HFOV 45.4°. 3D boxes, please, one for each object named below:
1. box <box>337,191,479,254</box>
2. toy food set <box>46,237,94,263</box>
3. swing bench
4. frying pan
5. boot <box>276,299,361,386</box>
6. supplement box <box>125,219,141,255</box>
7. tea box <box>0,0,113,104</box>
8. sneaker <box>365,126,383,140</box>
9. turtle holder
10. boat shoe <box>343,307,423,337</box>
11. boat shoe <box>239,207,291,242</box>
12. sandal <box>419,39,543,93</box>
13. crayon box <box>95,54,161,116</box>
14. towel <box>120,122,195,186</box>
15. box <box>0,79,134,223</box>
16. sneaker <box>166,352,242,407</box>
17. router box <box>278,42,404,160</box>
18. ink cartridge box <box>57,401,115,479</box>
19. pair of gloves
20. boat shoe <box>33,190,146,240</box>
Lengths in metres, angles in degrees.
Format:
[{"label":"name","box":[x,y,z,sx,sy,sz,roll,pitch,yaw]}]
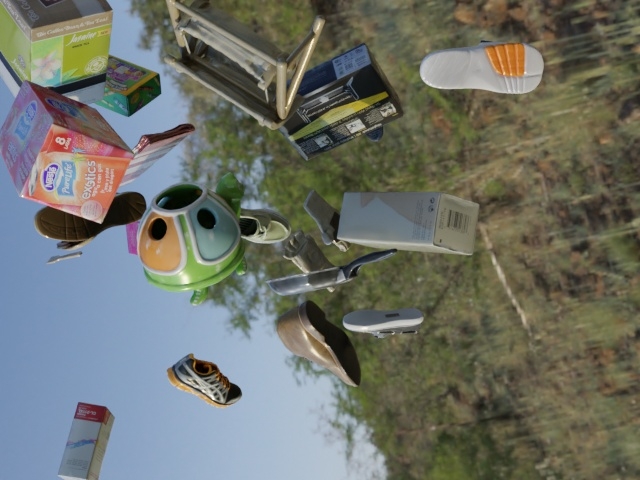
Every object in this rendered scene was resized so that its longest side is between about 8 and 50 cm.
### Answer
[{"label":"box","box":[0.197,-0.042,1.777,0.148,0.311,0.121,12,-95,-41]},{"label":"toy food set","box":[-0.638,-0.019,2.013,0.038,0.133,0.192,64,-152,-29]},{"label":"swing bench","box":[-0.155,-0.360,1.476,0.165,0.253,0.254,-54,-7,-31]},{"label":"frying pan","box":[0.043,0.063,1.511,0.197,0.326,0.053,-6,-95,-61]},{"label":"boot","box":[0.001,0.279,1.990,0.305,0.115,0.112,51,-153,-29]},{"label":"supplement box","box":[-0.505,-0.012,2.319,0.220,0.111,0.113,8,104,60]},{"label":"tea box","box":[-0.710,-0.548,1.940,0.329,0.220,0.323,53,147,17]},{"label":"sneaker","box":[0.141,-0.396,2.336,0.209,0.069,0.082,63,-161,10]},{"label":"turtle holder","box":[-0.285,-0.023,1.831,0.243,0.320,0.227,40,146,47]},{"label":"boat shoe","box":[0.176,0.239,2.152,0.080,0.229,0.076,-113,20,-58]},{"label":"boat shoe","box":[-0.202,-0.039,2.239,0.094,0.302,0.109,43,113,46]},{"label":"sandal","box":[0.316,-0.353,1.524,0.076,0.266,0.101,-117,29,-60]},{"label":"crayon box","box":[-0.664,-0.500,2.409,0.165,0.279,0.081,-50,-24,-42]},{"label":"towel","box":[-0.552,-0.242,2.316,0.037,0.329,0.237,57,-150,-1]},{"label":"box","box":[-0.469,-0.167,1.383,0.142,0.154,0.300,-62,36,10]},{"label":"sneaker","box":[-0.270,0.344,1.881,0.215,0.083,0.084,30,-161,-37]},{"label":"router box","box":[0.036,-0.359,2.030,0.243,0.309,0.081,45,-152,-54]},{"label":"ink cartridge box","box":[-0.557,0.489,1.829,0.127,0.073,0.175,102,178,-65]},{"label":"pair of gloves","box":[0.000,0.000,2.168,0.204,0.042,0.240,39,-125,-30]},{"label":"boat shoe","box":[-0.595,-0.068,1.951,0.302,0.098,0.109,-19,-71,-43]}]
